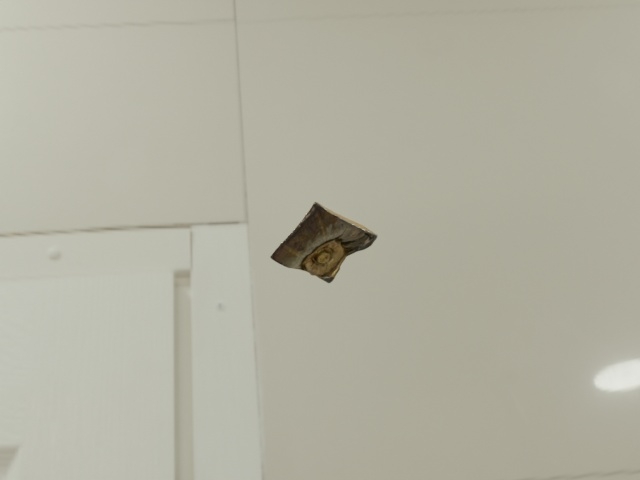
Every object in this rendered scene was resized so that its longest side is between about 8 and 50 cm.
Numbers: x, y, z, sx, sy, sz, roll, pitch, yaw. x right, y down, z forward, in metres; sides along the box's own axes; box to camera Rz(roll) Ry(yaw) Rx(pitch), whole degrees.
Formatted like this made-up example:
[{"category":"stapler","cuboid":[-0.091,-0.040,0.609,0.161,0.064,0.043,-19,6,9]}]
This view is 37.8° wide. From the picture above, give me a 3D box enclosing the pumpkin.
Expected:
[{"category":"pumpkin","cuboid":[0.000,-0.002,0.898,0.073,0.035,0.101,-44,-39,13]}]
